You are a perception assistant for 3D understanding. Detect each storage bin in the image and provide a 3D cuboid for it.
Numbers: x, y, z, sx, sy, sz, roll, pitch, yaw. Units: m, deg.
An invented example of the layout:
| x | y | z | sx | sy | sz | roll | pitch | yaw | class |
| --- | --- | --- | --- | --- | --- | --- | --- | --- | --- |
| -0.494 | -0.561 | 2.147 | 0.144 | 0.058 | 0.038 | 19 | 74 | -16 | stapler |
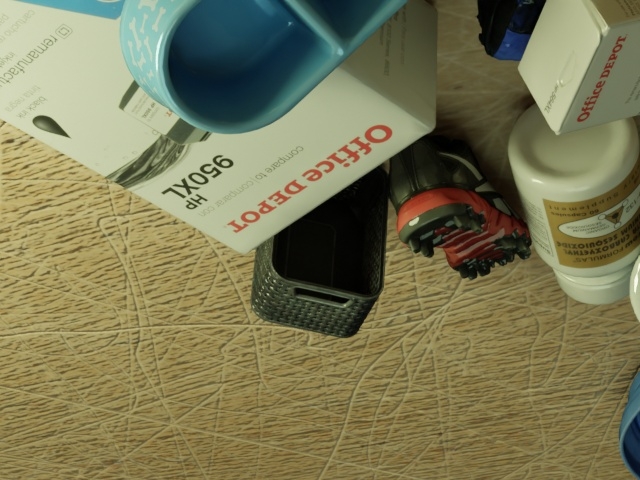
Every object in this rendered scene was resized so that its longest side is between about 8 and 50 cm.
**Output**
| x | y | z | sx | sy | sz | roll | pitch | yaw | class |
| --- | --- | --- | --- | --- | --- | --- | --- | --- | --- |
| 0.000 | 0.000 | 1.829 | 0.122 | 0.180 | 0.084 | 13 | 142 | -11 | storage bin |

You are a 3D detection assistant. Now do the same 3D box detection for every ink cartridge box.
| x | y | z | sx | sy | sz | roll | pitch | yaw | class |
| --- | --- | --- | --- | --- | --- | --- | --- | --- | --- |
| 0.294 | -0.187 | 1.523 | 0.203 | 0.086 | 0.148 | -14 | 149 | -21 | ink cartridge box |
| -0.123 | -0.186 | 1.597 | 0.395 | 0.166 | 0.285 | 30 | 136 | -31 | ink cartridge box |

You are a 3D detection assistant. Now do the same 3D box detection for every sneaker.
| x | y | z | sx | sy | sz | roll | pitch | yaw | class |
| --- | --- | --- | --- | --- | --- | --- | --- | --- | --- |
| 0.146 | -0.040 | 1.834 | 0.097 | 0.135 | 0.276 | -27 | 158 | 19 | sneaker |

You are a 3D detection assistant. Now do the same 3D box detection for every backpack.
| x | y | z | sx | sy | sz | roll | pitch | yaw | class |
| --- | --- | --- | --- | --- | --- | --- | --- | --- | --- |
| 0.197 | -0.218 | 1.580 | 0.101 | 0.098 | 0.120 | 9 | 143 | -12 | backpack |

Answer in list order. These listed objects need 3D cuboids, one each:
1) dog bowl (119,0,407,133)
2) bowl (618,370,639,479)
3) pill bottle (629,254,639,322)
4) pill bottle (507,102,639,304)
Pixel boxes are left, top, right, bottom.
| x | y | z | sx | sy | sz | roll | pitch | yaw | class |
| --- | --- | --- | --- | --- | --- | --- | --- | --- | --- |
| -0.028 | -0.207 | 1.412 | 0.297 | 0.074 | 0.166 | -43 | 123 | 7 | dog bowl |
| 0.570 | 0.222 | 2.162 | 0.391 | 0.077 | 0.391 | 3 | 143 | 2 | bowl |
| 0.406 | 0.040 | 1.809 | 0.130 | 0.130 | 0.246 | -11 | -179 | 20 | pill bottle |
| 0.276 | -0.037 | 1.791 | 0.131 | 0.131 | 0.229 | -6 | 143 | 14 | pill bottle |
